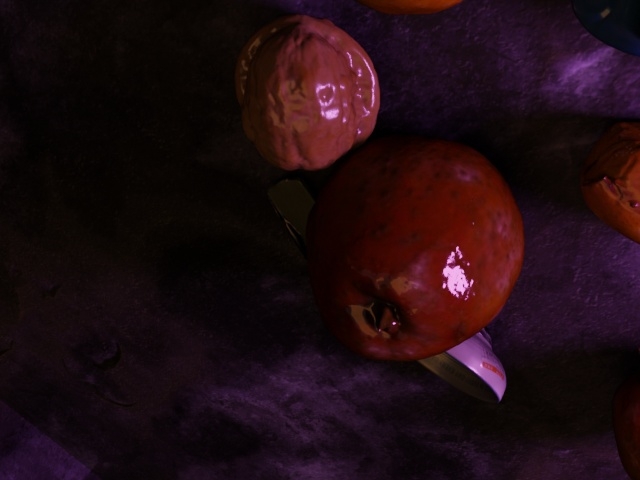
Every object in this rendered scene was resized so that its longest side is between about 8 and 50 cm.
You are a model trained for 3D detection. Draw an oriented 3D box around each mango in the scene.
[{"bbox_3d":[0.582,-0.074,1.228,0.350,0.201,0.199,21,170,-5],"label":"mango"}]

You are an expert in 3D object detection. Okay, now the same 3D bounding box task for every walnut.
[{"bbox_3d":[-0.023,-0.245,1.295,0.257,0.224,0.257,7,126,10],"label":"walnut"}]

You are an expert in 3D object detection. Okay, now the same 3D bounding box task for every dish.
[{"bbox_3d":[0.280,0.203,1.617,0.273,0.133,0.273,34,166,10],"label":"dish"}]

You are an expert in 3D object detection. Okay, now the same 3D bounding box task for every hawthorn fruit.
[{"bbox_3d":[0.665,0.328,1.473,0.277,0.277,0.298,-33,91,39],"label":"hawthorn fruit"},{"bbox_3d":[0.149,0.027,1.347,0.403,0.402,0.402,12,132,14],"label":"hawthorn fruit"}]

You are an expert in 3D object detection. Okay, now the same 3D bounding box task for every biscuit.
[{"bbox_3d":[0.000,0.000,1.621,0.099,0.038,0.322,-18,119,30],"label":"biscuit"}]

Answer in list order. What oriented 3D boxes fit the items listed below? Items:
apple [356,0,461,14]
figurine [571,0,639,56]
[{"bbox_3d":[0.113,-0.451,1.033,0.275,0.299,0.299,53,150,40],"label":"apple"},{"bbox_3d":[0.547,-0.317,1.021,0.416,0.298,0.242,-17,75,37],"label":"figurine"}]
